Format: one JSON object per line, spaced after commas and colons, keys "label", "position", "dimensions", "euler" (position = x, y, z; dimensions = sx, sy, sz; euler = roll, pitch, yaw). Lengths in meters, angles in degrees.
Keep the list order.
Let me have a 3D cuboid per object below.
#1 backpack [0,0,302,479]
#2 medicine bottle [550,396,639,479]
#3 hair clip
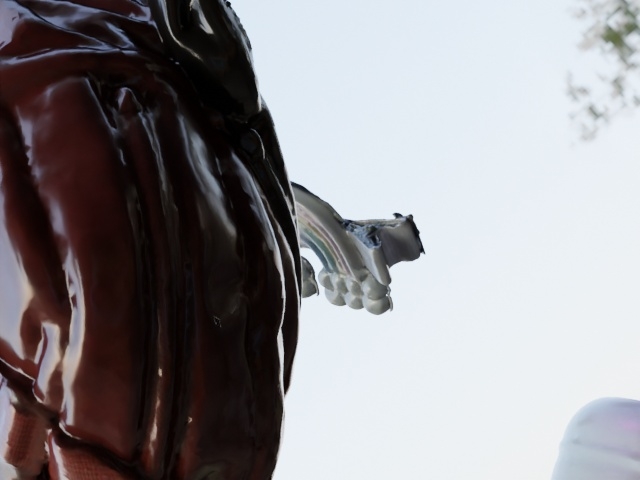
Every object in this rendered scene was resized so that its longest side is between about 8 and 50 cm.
{"label": "backpack", "position": [-0.082, 0.021, 0.477], "dimensions": [0.139, 0.229, 0.229], "euler": [-10, -30, -22]}
{"label": "medicine bottle", "position": [0.250, 0.279, 0.898], "dimensions": [0.241, 0.241, 0.302], "euler": [39, -112, -68]}
{"label": "hair clip", "position": [0.000, 0.000, 1.226], "dimensions": [0.054, 0.220, 0.140], "euler": [-44, -56, -29]}
